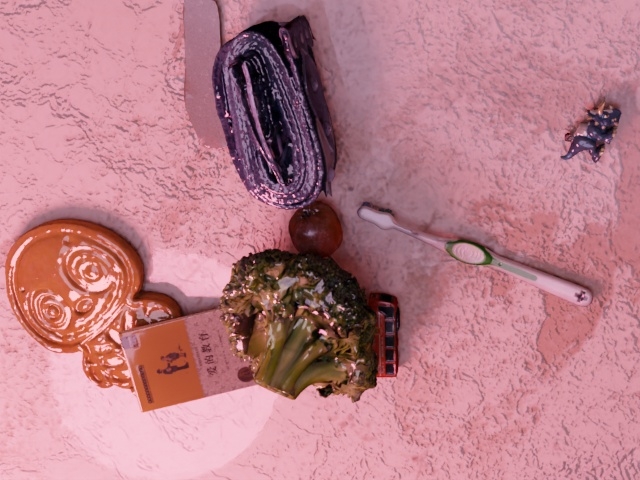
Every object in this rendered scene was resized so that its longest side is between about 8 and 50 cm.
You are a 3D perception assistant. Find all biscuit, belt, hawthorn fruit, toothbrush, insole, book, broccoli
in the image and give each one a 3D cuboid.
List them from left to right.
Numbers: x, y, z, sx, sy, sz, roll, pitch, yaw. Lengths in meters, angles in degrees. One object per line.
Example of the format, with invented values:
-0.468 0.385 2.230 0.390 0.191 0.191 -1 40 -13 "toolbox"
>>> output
-0.293 0.098 1.595 0.202 0.044 0.288 -38 97 23 "biscuit"
-0.166 0.153 1.573 0.172 0.012 0.118 -14 108 -2 "book"
-0.138 -0.202 1.457 0.063 0.010 0.192 1 110 12 "insole"
-0.055 -0.141 1.397 0.122 0.128 0.218 -11 107 18 "belt"
-0.026 0.104 1.450 0.198 0.226 0.176 3 85 22 "broccoli"
0.000 0.000 1.486 0.067 0.067 0.103 -10 136 16 "hawthorn fruit"
0.187 0.018 1.459 0.304 0.030 0.030 22 114 4 "toothbrush"

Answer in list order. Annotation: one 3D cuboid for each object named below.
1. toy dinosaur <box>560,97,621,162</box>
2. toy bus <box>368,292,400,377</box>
0.309 -0.122 1.375 0.047 0.030 0.083 31 113 1 "toy dinosaur"
0.079 0.120 1.523 0.043 0.031 0.110 2 113 10 "toy bus"
